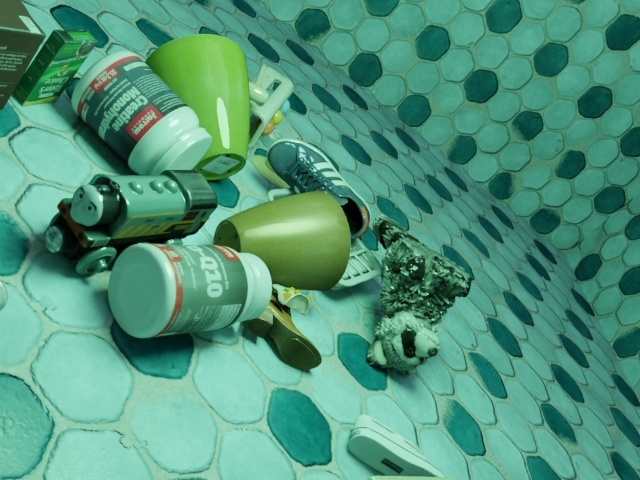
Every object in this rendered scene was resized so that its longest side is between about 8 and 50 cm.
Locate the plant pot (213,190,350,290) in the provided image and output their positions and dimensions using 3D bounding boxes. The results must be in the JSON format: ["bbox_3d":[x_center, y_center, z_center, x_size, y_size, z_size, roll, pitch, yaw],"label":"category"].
[{"bbox_3d":[-0.102,0.008,1.524,0.254,0.237,0.237,-4,51,-40],"label":"plant pot"}]

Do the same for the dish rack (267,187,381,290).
[{"bbox_3d":[0.000,0.000,1.831,0.333,0.072,0.285,51,27,14],"label":"dish rack"}]

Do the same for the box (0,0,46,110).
[{"bbox_3d":[-0.663,-0.370,1.258,0.168,0.203,0.167,49,26,12],"label":"box"}]

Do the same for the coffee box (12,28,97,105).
[{"bbox_3d":[-0.559,-0.364,1.425,0.040,0.184,0.113,47,24,0],"label":"coffee box"}]

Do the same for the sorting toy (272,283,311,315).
[{"bbox_3d":[-0.068,0.118,1.468,0.075,0.045,0.083,29,-4,39],"label":"sorting toy"}]

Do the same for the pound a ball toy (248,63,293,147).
[{"bbox_3d":[-0.162,-0.411,2.006,0.135,0.208,0.319,33,37,-7],"label":"pound a ball toy"}]

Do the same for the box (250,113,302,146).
[{"bbox_3d":[-0.148,-0.358,2.197,0.186,0.038,0.145,-2,52,-55],"label":"box"}]

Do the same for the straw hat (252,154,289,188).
[{"bbox_3d":[-0.126,-0.223,1.996,0.144,0.061,0.145,34,26,-20],"label":"straw hat"}]

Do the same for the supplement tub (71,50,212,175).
[{"bbox_3d":[-0.396,-0.268,1.510,0.272,0.191,0.191,45,25,2],"label":"supplement tub"}]

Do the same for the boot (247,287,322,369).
[{"bbox_3d":[-0.074,0.178,1.454,0.197,0.073,0.152,41,18,-19],"label":"boot"}]

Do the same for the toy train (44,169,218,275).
[{"bbox_3d":[-0.341,-0.045,1.251,0.142,0.190,0.333,52,26,17],"label":"toy train"}]

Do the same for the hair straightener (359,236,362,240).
[{"bbox_3d":[0.042,-0.080,2.042,0.089,0.047,0.231,15,38,-47],"label":"hair straightener"}]

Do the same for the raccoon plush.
[{"bbox_3d":[0.209,0.149,1.765,0.216,0.299,0.446,25,13,-17],"label":"raccoon plush"}]

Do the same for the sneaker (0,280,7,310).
[{"bbox_3d":[-0.553,0.041,0.932,0.221,0.087,0.128,40,24,-7],"label":"sneaker"}]

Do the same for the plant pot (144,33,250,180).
[{"bbox_3d":[-0.287,-0.312,1.704,0.274,0.274,0.294,9,58,-51],"label":"plant pot"}]

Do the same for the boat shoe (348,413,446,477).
[{"bbox_3d":[0.173,0.444,1.381,0.258,0.095,0.084,40,30,-10],"label":"boat shoe"}]

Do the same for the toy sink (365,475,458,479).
[{"bbox_3d":[0.160,0.521,1.204,0.234,0.131,0.153,15,37,-38],"label":"toy sink"}]

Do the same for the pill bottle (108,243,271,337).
[{"bbox_3d":[-0.229,0.088,1.249,0.283,0.161,0.161,2,48,-55],"label":"pill bottle"}]

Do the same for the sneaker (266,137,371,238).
[{"bbox_3d":[0.001,-0.135,1.808,0.350,0.131,0.148,37,21,-13],"label":"sneaker"}]
